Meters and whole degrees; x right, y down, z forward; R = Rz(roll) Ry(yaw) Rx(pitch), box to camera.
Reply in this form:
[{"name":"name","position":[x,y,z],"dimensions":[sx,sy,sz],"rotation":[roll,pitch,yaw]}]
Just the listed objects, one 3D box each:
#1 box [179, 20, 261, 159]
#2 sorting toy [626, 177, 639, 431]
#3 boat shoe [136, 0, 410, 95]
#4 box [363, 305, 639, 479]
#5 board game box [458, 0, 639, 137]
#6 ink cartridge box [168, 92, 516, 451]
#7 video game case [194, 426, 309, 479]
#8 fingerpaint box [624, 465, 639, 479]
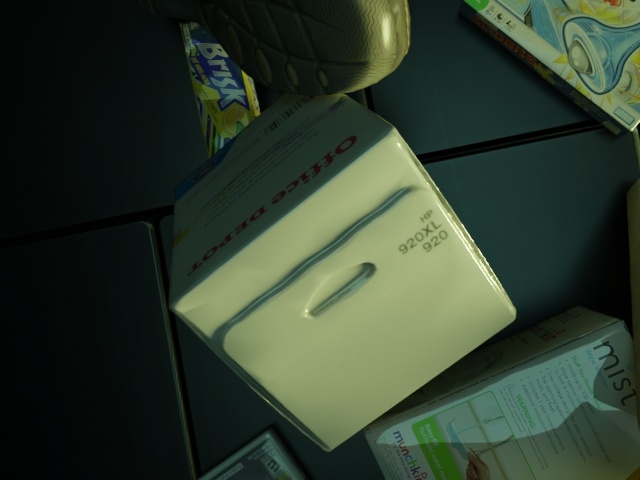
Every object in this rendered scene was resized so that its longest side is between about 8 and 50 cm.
[{"name":"box","position":[-0.092,-0.136,0.588],"dimensions":[0.054,0.059,0.169],"rotation":[-13,88,5]},{"name":"sorting toy","position":[0.378,0.054,0.426],"dimensions":[0.257,0.089,0.256],"rotation":[18,51,6]},{"name":"boat shoe","position":[-0.049,-0.233,0.477],"dimensions":[0.130,0.132,0.355],"rotation":[-33,52,-24]},{"name":"box","position":[0.198,0.224,0.509],"dimensions":[0.231,0.127,0.262],"rotation":[-27,85,7]},{"name":"board game box","position":[0.253,-0.214,0.550],"dimensions":[0.201,0.035,0.136],"rotation":[40,95,7]},{"name":"ink cartridge box","position":[0.000,0.000,0.462],"dimensions":[0.171,0.233,0.168],"rotation":[-38,116,6]},{"name":"video game case","position":[-0.077,0.318,0.601],"dimensions":[0.190,0.022,0.173],"rotation":[-37,85,6]},{"name":"fingerpaint box","position":[0.283,0.423,0.387],"dimensions":[0.444,0.163,0.371],"rotation":[35,103,-12]}]
